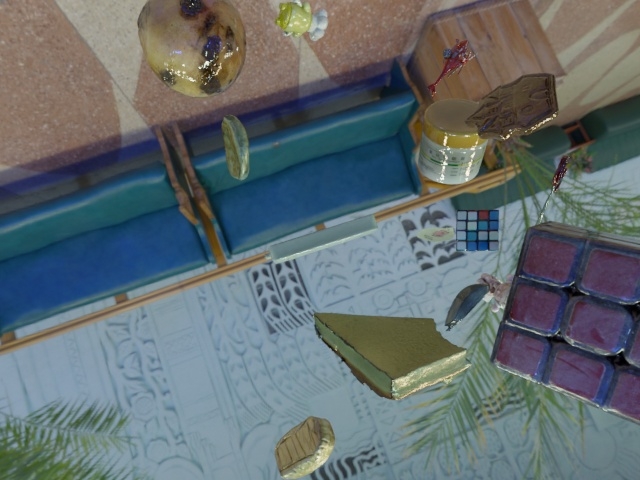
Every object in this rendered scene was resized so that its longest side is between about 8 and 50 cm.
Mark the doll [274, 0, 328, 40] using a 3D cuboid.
[{"bbox_3d":[-0.050,-0.635,1.180,0.163,0.062,0.106,-2,141,-33],"label":"doll"}]

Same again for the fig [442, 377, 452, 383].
[{"bbox_3d":[0.463,0.466,1.533,0.123,0.156,0.123,-29,-169,6],"label":"fig"}]

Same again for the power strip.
[{"bbox_3d":[0.000,-0.001,1.356,0.386,0.062,0.091,-18,172,-3],"label":"power strip"}]

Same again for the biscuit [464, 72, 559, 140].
[{"bbox_3d":[0.461,-0.325,1.004,0.216,0.182,0.034,-11,145,38],"label":"biscuit"}]

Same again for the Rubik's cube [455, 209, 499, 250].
[{"bbox_3d":[0.594,-0.037,1.554,0.151,0.154,0.154,1,-178,19],"label":"Rubik's cube"}]

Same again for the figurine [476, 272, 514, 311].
[{"bbox_3d":[0.880,0.263,1.964,0.182,0.144,0.256,-37,-156,-3],"label":"figurine"}]

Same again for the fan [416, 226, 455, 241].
[{"bbox_3d":[0.592,-0.044,1.910,0.182,0.010,0.310,16,157,-25],"label":"fan"}]

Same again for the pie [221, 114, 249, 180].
[{"bbox_3d":[-0.237,-0.257,1.142,0.041,0.186,0.187,-15,169,-23],"label":"pie"}]

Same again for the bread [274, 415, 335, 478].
[{"bbox_3d":[-0.048,0.691,1.361,0.106,0.139,0.236,27,116,-39],"label":"bread"}]

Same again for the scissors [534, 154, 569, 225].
[{"bbox_3d":[0.606,-0.097,1.095,0.017,0.247,0.144,25,-176,31],"label":"scissors"}]

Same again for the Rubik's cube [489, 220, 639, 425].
[{"bbox_3d":[0.562,0.139,0.829,0.304,0.304,0.301,20,-166,33],"label":"Rubik's cube"}]

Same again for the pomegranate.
[{"bbox_3d":[-0.368,-0.583,1.191,0.323,0.321,0.322,-20,171,-3],"label":"pomegranate"}]

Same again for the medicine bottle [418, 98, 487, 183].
[{"bbox_3d":[0.492,-0.365,1.513,0.238,0.237,0.231,-19,139,-12],"label":"medicine bottle"}]

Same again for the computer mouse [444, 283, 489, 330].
[{"bbox_3d":[0.506,0.226,1.457,0.229,0.068,0.113,-42,165,-12],"label":"computer mouse"}]

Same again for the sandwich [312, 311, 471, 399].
[{"bbox_3d":[0.136,0.194,0.787,0.212,0.063,0.245,-9,-158,-30],"label":"sandwich"}]

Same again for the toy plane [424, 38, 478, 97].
[{"bbox_3d":[0.406,-0.547,1.298,0.126,0.077,0.194,-22,150,-58],"label":"toy plane"}]
